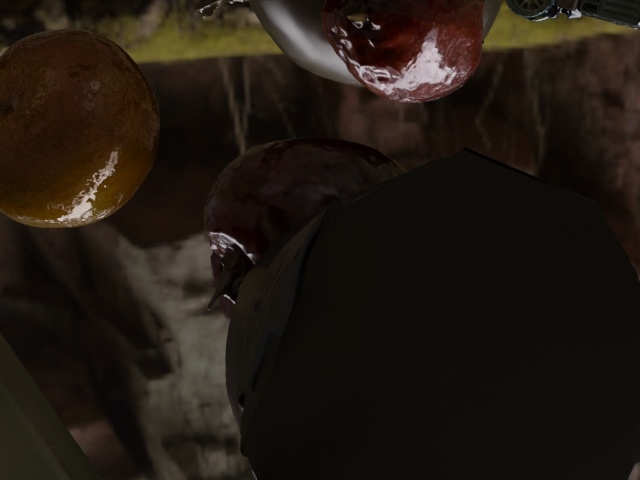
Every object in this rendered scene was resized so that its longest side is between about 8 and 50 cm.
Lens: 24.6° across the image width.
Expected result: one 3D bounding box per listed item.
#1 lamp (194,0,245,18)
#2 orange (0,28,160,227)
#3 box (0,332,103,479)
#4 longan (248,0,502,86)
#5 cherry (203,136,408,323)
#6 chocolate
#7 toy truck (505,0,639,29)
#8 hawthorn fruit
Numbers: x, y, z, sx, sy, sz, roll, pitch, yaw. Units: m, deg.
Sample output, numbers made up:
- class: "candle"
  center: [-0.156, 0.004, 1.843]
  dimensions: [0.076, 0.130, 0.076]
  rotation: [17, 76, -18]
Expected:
- class: "lamp"
  center: [-0.156, -0.433, 1.728]
  dimensions: [0.089, 0.325, 0.090]
  rotation: [-15, -165, 38]
- class: "orange"
  center: [-0.197, -0.084, 1.142]
  dimensions: [0.159, 0.159, 0.136]
  rotation: [30, -178, 40]
- class: "box"
  center: [-0.378, 0.216, 1.289]
  dimensions: [0.177, 0.344, 0.352]
  rotation: [-24, -109, -43]
- class: "longan"
  center: [0.064, -0.398, 2.017]
  dimensions: [0.405, 0.404, 0.336]
  rotation: [22, -158, 32]
- class: "cherry"
  center: [0.000, 0.000, 1.569]
  dimensions: [0.300, 0.230, 0.203]
  rotation: [-18, -173, -34]
- class: "chocolate"
  center: [0.068, 0.098, 1.302]
  dimensions: [0.384, 0.383, 0.331]
  rotation: [-15, -165, -19]
- class: "toy truck"
  center: [0.275, -0.226, 1.201]
  dimensions: [0.257, 0.140, 0.108]
  rotation: [17, -170, 10]
- class: "hawthorn fruit"
  center: [0.085, -0.254, 1.710]
  dimensions: [0.190, 0.189, 0.251]
  rotation: [23, -166, 34]
